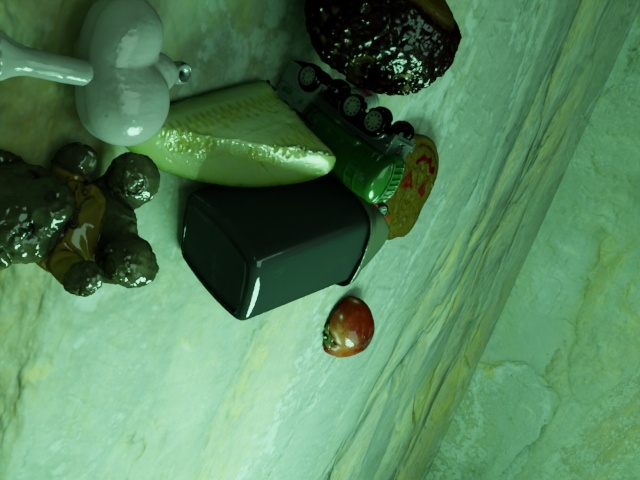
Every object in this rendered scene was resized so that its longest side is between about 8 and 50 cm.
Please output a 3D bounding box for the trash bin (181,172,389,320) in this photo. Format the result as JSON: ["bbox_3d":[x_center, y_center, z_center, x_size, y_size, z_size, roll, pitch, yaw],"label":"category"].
[{"bbox_3d":[-0.048,-0.016,0.877,0.290,0.209,0.182,-22,144,-40],"label":"trash bin"}]

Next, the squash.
[{"bbox_3d":[-0.125,-0.108,0.751,0.252,0.169,0.093,-29,160,-41],"label":"squash"}]

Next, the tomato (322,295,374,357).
[{"bbox_3d":[0.078,0.220,1.376,0.139,0.091,0.159,-26,133,-46],"label":"tomato"}]

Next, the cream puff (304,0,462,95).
[{"bbox_3d":[0.084,-0.315,0.822,0.165,0.239,0.239,-42,162,34],"label":"cream puff"}]

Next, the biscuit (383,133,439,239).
[{"bbox_3d":[0.191,-0.118,1.309,0.273,0.049,0.257,10,106,-57],"label":"biscuit"}]

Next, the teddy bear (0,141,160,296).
[{"bbox_3d":[-0.279,-0.022,0.617,0.190,0.140,0.177,19,57,-50],"label":"teddy bear"}]

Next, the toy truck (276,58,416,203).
[{"bbox_3d":[0.032,-0.163,0.842,0.101,0.242,0.125,2,125,-57],"label":"toy truck"}]

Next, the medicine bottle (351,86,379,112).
[{"bbox_3d":[0.055,-0.236,0.991,0.091,0.058,0.058,-21,132,-48],"label":"medicine bottle"}]

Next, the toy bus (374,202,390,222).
[{"bbox_3d":[0.049,-0.075,1.073,0.089,0.081,0.195,-51,138,0],"label":"toy bus"}]

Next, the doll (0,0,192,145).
[{"bbox_3d":[-0.266,-0.169,0.535,0.365,0.094,0.160,-13,117,-53],"label":"doll"}]
